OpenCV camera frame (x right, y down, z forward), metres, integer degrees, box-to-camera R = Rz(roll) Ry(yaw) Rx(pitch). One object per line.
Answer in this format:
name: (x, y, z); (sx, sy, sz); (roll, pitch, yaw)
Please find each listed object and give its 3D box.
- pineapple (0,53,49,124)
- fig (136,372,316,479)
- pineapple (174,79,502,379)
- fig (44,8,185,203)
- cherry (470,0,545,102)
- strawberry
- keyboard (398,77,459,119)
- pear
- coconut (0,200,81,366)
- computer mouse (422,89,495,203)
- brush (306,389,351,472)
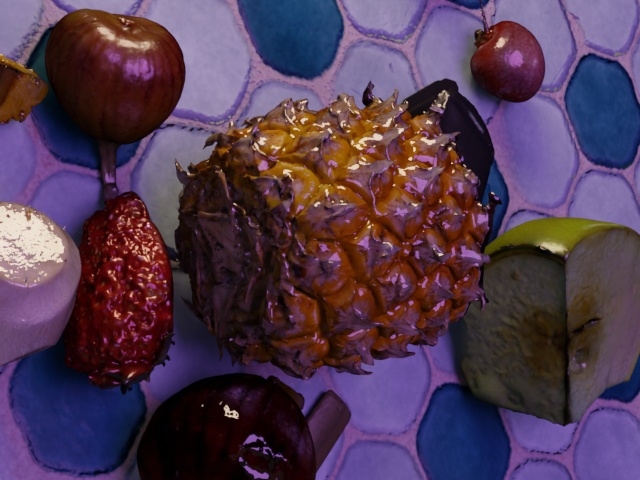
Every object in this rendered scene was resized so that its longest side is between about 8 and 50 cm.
pineapple: (-0.354, -0.153, 1.757); (0.114, 0.077, 0.114); (21, 83, -29)
fig: (-0.087, 0.217, 1.836); (0.203, 0.186, 0.250); (32, 55, -10)
pineapple: (0.000, -0.003, 1.853); (0.300, 0.352, 0.352); (-11, 89, -35)
fig: (-0.224, -0.175, 1.825); (0.149, 0.148, 0.202); (-26, 144, -13)
cherry: (0.233, -0.277, 2.222); (0.107, 0.090, 0.225); (-51, 117, -17)
strawberry: (-0.224, 0.048, 1.759); (0.098, 0.174, 0.228); (6, 79, -28)
keyboard: (0.113, -0.128, 2.151); (0.262, 0.016, 0.106); (-32, 102, -37)
pear: (0.322, 0.078, 2.165); (0.282, 0.176, 0.287); (-29, 123, -44)
coconut: (-0.333, 0.048, 1.687); (0.161, 0.162, 0.161); (15, 47, -17)
computer mouse: (0.137, -0.054, 2.103); (0.168, 0.087, 0.295); (50, 53, -45)
brush: (-0.039, 0.298, 1.941); (0.054, 0.048, 0.282); (51, 54, -23)
